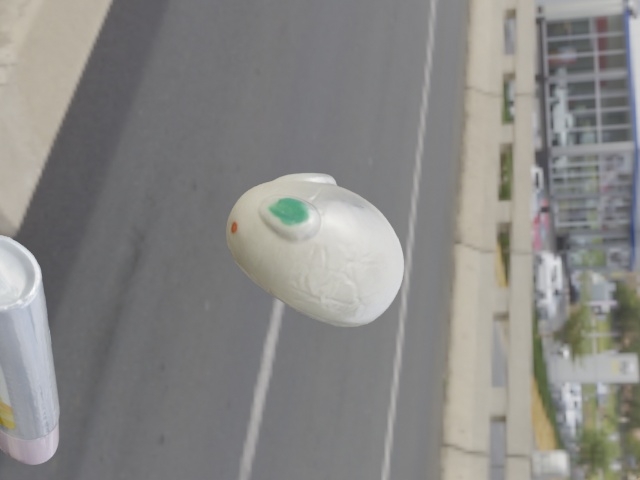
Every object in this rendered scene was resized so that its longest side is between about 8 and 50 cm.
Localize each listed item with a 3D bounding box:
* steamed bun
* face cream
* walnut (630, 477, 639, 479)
[{"bbox_3d":[0.000,0.000,1.354,0.131,0.228,0.177,-62,-179,31],"label":"steamed bun"},{"bbox_3d":[-0.288,0.107,1.023,0.107,0.073,0.269,49,-29,25],"label":"face cream"},{"bbox_3d":[0.321,0.302,0.977,0.197,0.165,0.165,-126,-161,-51],"label":"walnut"}]
